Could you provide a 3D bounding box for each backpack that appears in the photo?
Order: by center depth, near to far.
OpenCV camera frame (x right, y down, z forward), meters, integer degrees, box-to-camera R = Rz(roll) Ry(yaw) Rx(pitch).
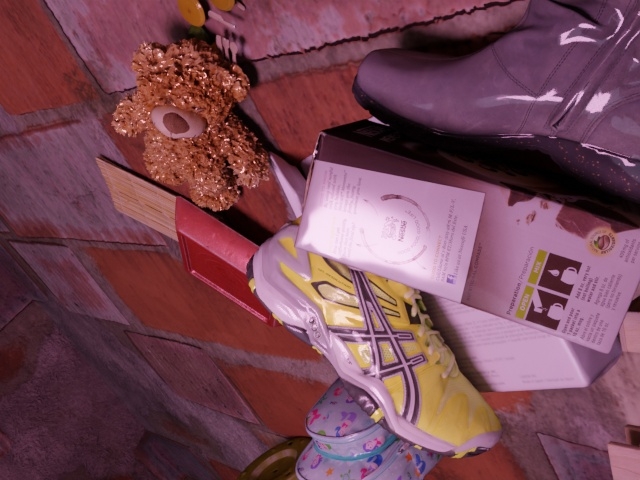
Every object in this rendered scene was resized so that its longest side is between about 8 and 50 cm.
[{"bbox_3d":[0.082,0.354,1.213,0.225,0.253,0.191,-4,127,50],"label":"backpack"}]

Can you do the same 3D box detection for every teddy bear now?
[{"bbox_3d":[-0.195,-0.143,1.020,0.245,0.113,0.338,44,154,-9],"label":"teddy bear"}]

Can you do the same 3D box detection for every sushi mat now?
[{"bbox_3d":[-0.297,-0.052,1.347,0.317,0.019,0.151,26,144,23],"label":"sushi mat"}]

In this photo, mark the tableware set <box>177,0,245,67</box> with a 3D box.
[{"bbox_3d":[-0.138,-0.293,0.879,0.104,0.024,0.154,32,149,21],"label":"tableware set"}]

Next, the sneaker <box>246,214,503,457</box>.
[{"bbox_3d":[0.084,0.113,0.871,0.385,0.145,0.147,41,108,2],"label":"sneaker"}]

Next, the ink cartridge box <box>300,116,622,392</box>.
[{"bbox_3d":[0.159,0.013,0.907,0.308,0.091,0.384,-23,95,56],"label":"ink cartridge box"}]

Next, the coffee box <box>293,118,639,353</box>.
[{"bbox_3d":[0.146,-0.020,0.683,0.297,0.168,0.118,18,109,13],"label":"coffee box"}]

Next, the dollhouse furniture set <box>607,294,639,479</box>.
[{"bbox_3d":[0.406,0.173,0.687,0.161,0.212,0.242,-2,103,49],"label":"dollhouse furniture set"}]

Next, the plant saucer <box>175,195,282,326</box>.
[{"bbox_3d":[-0.152,0.056,1.243,0.259,0.047,0.258,32,158,7],"label":"plant saucer"}]

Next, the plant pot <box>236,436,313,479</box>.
[{"bbox_3d":[-0.029,0.688,1.705,0.366,0.366,0.352,-16,105,54],"label":"plant pot"}]

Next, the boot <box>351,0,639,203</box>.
[{"bbox_3d":[0.187,-0.182,0.601,0.338,0.118,0.222,18,136,22],"label":"boot"}]

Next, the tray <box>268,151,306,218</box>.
[{"bbox_3d":[0.000,0.000,1.034,0.270,0.030,0.145,66,176,-35],"label":"tray"}]
